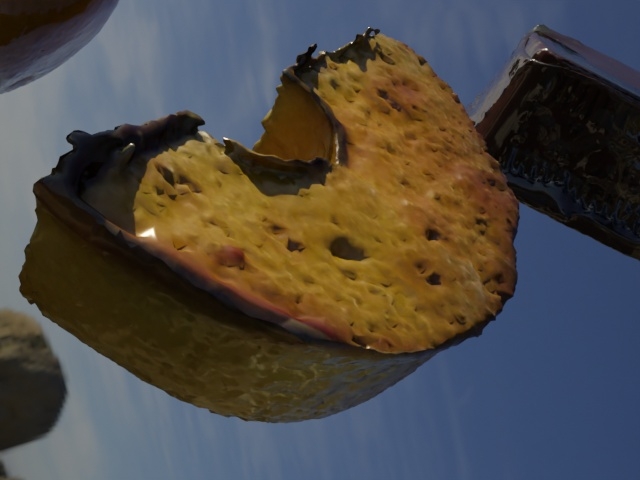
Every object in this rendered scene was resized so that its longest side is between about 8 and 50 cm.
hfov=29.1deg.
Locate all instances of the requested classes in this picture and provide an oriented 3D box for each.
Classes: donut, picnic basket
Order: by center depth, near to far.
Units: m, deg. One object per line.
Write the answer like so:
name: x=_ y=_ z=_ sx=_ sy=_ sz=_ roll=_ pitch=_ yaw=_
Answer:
donut: x=0.001 y=0.004 z=0.538 sx=0.152 sy=0.259 sz=0.101 roll=44 pitch=-56 yaw=12
picnic basket: x=0.266 y=-0.084 z=1.121 sx=0.222 sy=0.297 sz=0.129 roll=-68 pitch=-176 yaw=-69

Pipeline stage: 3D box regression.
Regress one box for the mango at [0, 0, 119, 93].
mango: x=-0.138 y=-0.130 z=0.556 sx=0.147 sy=0.109 sz=0.227 roll=-59 pitch=-176 yaw=13
